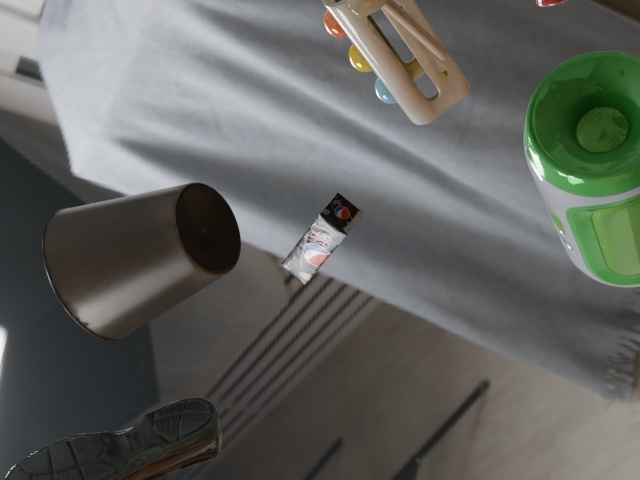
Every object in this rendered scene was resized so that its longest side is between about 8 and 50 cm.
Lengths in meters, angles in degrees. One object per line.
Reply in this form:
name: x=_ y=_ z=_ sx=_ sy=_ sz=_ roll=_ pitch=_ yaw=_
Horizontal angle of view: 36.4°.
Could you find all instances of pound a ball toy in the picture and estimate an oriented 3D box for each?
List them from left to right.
pound a ball toy: x=0.101 y=-0.299 z=1.463 sx=0.135 sy=0.319 sz=0.208 roll=-34 pitch=42 yaw=12

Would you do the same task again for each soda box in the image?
soda box: x=0.000 y=0.000 z=1.509 sx=0.060 sy=0.053 sz=0.169 roll=-52 pitch=0 yaw=-38

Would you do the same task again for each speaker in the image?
speaker: x=0.262 y=-0.049 z=0.863 sx=0.131 sy=0.296 sz=0.131 roll=-7 pitch=69 yaw=20

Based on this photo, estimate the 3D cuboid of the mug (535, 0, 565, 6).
mug: x=0.420 y=-0.527 z=1.721 sx=0.150 sy=0.169 sz=0.113 roll=-29 pitch=25 yaw=8

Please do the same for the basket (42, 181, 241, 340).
basket: x=-0.234 y=0.015 z=1.316 sx=0.227 sy=0.204 sz=0.154 roll=-21 pitch=14 yaw=32

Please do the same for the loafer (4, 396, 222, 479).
loafer: x=-0.246 y=0.281 z=1.198 sx=0.096 sy=0.267 sz=0.084 roll=-124 pitch=19 yaw=-51
